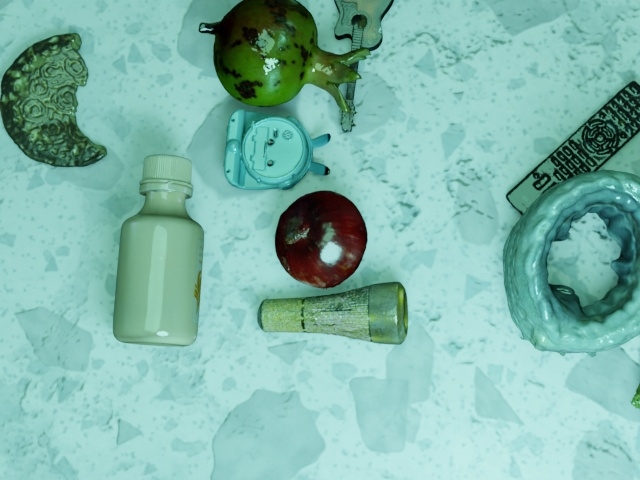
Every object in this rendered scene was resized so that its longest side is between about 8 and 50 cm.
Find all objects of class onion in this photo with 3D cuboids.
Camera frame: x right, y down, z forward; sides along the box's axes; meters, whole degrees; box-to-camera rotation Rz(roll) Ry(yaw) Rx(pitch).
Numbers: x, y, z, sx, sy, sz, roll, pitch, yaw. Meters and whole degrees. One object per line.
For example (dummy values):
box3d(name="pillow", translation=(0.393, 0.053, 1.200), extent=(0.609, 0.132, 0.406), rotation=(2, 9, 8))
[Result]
box3d(name="onion", translation=(0.000, 0.000, 1.542), extent=(0.131, 0.131, 0.131), rotation=(0, 82, 3))

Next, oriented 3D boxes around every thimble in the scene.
box3d(name="thimble", translation=(0.339, 0.032, 1.481), extent=(0.204, 0.172, 0.250), rotation=(31, 89, 0))

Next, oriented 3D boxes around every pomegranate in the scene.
box3d(name="pomegranate", translation=(-0.045, -0.246, 1.556), extent=(0.220, 0.156, 0.156), rotation=(18, 84, 20))

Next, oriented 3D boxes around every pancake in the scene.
box3d(name="pancake", translation=(-0.364, -0.199, 1.642), extent=(0.184, 0.020, 0.191), rotation=(22, 85, 7))

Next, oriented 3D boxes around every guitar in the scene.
box3d(name="guitar", translation=(0.051, -0.266, 1.622), extent=(0.088, 0.025, 0.233), rotation=(6, 84, 5))

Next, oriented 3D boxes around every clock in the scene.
box3d(name="clock", translation=(-0.057, -0.122, 1.600), extent=(0.147, 0.045, 0.108), rotation=(4, 84, 4))

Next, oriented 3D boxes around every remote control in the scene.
box3d(name="remote control", translation=(0.359, -0.119, 1.584), extent=(0.245, 0.025, 0.063), rotation=(-41, 81, -2))

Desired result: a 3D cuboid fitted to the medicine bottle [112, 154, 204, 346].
box3d(name="medicine bottle", translation=(-0.213, 0.013, 1.556), extent=(0.114, 0.114, 0.252), rotation=(2, 82, 4))

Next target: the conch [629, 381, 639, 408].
box3d(name="conch", translation=(0.449, 0.189, 1.512), extent=(0.121, 0.074, 0.089), rotation=(-16, 105, -21))

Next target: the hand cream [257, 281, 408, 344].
box3d(name="hand cream", translation=(0.014, 0.101, 1.556), extent=(0.203, 0.084, 0.084), rotation=(-3, 82, 10))
